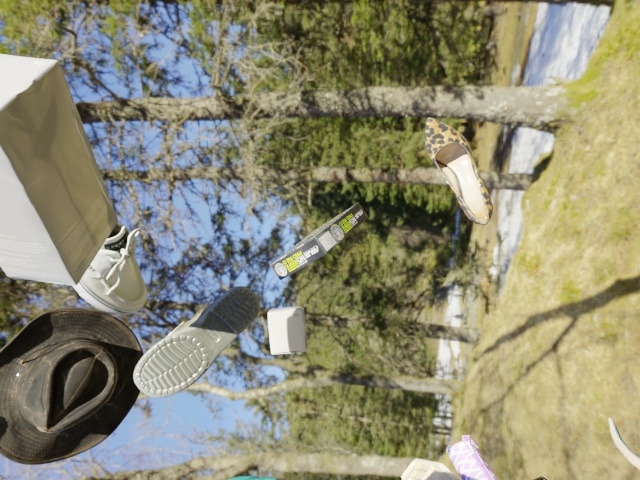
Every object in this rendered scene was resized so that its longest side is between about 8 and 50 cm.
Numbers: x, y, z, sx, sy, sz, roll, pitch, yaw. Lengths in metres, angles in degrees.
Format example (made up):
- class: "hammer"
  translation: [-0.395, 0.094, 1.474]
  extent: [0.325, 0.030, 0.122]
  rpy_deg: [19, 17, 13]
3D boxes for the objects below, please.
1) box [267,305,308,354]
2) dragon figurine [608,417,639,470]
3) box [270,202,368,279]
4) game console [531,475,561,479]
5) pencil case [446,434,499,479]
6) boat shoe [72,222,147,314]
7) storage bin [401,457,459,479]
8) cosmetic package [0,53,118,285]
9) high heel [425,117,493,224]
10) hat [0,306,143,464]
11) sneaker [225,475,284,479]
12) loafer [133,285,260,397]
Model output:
- class: "box"
  translation: [-0.119, 0.310, 1.637]
  extent: [0.311, 0.121, 0.148]
  rpy_deg: [121, 143, -80]
- class: "dragon figurine"
  translation: [0.461, 0.261, 0.460]
  extent: [0.289, 0.144, 0.085]
  rpy_deg: [10, 103, 58]
- class: "box"
  translation: [0.000, 0.000, 1.416]
  extent: [0.060, 0.216, 0.270]
  rpy_deg: [55, -140, -4]
- class: "game console"
  translation: [0.444, 0.575, 0.981]
  extent: [0.361, 0.044, 0.213]
  rpy_deg: [10, -65, -43]
- class: "pencil case"
  translation: [0.394, 0.579, 1.124]
  extent: [0.206, 0.086, 0.088]
  rpy_deg: [-122, 41, -57]
- class: "boat shoe"
  translation: [-0.427, 0.008, 0.925]
  extent: [0.136, 0.156, 0.367]
  rpy_deg: [-63, -39, -48]
- class: "storage bin"
  translation: [0.346, 0.728, 1.228]
  extent: [0.123, 0.262, 0.260]
  rpy_deg: [-44, -12, -19]
- class: "cosmetic package"
  translation: [-0.330, -0.072, 0.527]
  extent: [0.127, 0.107, 0.238]
  rpy_deg: [-78, -9, -46]
- class: "high heel"
  translation: [0.329, -0.160, 1.089]
  extent: [0.261, 0.093, 0.186]
  rpy_deg: [48, -156, -31]
- class: "hat"
  translation: [-0.509, 0.306, 0.951]
  extent: [0.331, 0.134, 0.331]
  rpy_deg: [2, -93, -37]
- class: "sneaker"
  translation: [-0.128, 0.417, 0.585]
  extent: [0.295, 0.178, 0.124]
  rpy_deg: [-35, -65, -43]
- class: "loafer"
  translation: [-0.211, 0.179, 0.822]
  extent: [0.094, 0.251, 0.087]
  rpy_deg: [53, 171, -1]
